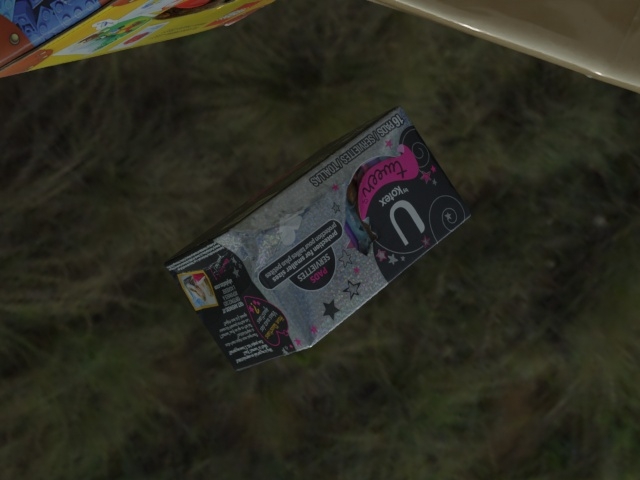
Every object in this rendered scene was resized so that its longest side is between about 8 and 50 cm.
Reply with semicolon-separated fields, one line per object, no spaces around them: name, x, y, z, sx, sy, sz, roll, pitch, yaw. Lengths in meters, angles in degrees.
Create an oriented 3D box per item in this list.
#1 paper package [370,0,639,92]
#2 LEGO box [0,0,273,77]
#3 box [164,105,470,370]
paper package;0.142;-0.232;0.587;0.309;0.168;0.325;15;103;-21
LEGO box;-0.181;-0.367;1.163;0.193;0.500;0.372;-26;94;22
box;0.000;0.000;1.364;0.247;0.163;0.142;-39;98;-32
